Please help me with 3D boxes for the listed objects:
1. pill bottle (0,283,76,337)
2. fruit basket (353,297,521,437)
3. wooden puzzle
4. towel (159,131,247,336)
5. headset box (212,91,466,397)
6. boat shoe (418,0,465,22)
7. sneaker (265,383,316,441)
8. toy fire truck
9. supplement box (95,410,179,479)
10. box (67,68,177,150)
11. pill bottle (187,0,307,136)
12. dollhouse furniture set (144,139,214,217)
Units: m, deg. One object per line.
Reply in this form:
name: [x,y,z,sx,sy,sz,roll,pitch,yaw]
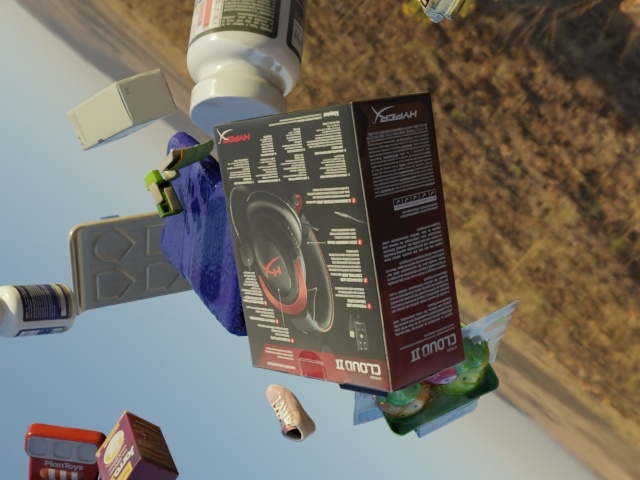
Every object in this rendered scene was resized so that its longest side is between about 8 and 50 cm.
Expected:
pill bottle: [-0.538,0.126,1.648,0.169,0.094,0.094,0,-147,-48]
fruit basket: [0.213,0.248,1.699,0.165,0.327,0.353,63,169,18]
wooden puzzle: [-0.452,0.031,2.259,0.080,0.347,0.322,60,153,33]
towel: [-0.162,-0.016,1.426,0.076,0.228,0.308,-6,-151,-29]
headset box: [0.016,0.014,0.905,0.218,0.110,0.293,-1,101,50]
boat shoe: [0.153,-0.315,1.185,0.045,0.050,0.135,31,-174,-11]
sneaker: [-0.069,0.357,1.870,0.134,0.051,0.070,48,-155,5]
toy fire truck: [-0.525,0.537,2.085,0.302,0.254,0.169,9,-148,-5]
supplement box: [-0.324,0.393,1.596,0.080,0.104,0.188,33,-178,-25]
box: [-0.411,-0.264,1.872,0.275,0.113,0.094,-8,105,56]
pill bottle: [-0.134,-0.381,1.679,0.210,0.363,0.210,4,159,2]
dollhouse furniture set: [-0.212,-0.089,1.374,0.151,0.076,0.059,-34,77,51]
